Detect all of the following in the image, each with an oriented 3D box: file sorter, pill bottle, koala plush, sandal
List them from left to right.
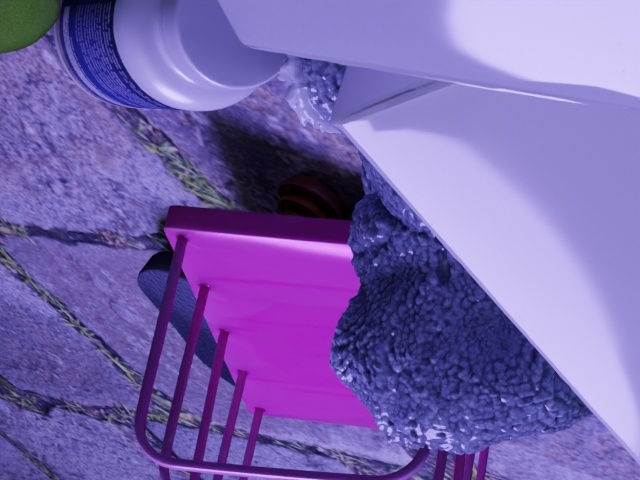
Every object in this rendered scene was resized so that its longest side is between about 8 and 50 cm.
[{"bbox_3d":[-0.077,-0.117,0.970,0.094,0.094,0.169,42,167,-23],"label":"pill bottle"},{"bbox_3d":[-0.083,0.057,1.431,0.097,0.054,0.254,33,167,15],"label":"sandal"},{"bbox_3d":[0.005,0.134,1.226,0.202,0.182,0.290,5,151,13],"label":"file sorter"},{"bbox_3d":[0.078,-0.028,0.906,0.196,0.203,0.221,9,130,24],"label":"koala plush"}]

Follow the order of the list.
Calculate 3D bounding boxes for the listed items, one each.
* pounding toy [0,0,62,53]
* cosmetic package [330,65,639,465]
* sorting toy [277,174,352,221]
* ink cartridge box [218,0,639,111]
[{"bbox_3d":[-0.253,-0.152,0.917,0.183,0.110,0.237,10,150,47],"label":"pounding toy"},{"bbox_3d":[0.183,-0.018,0.722,0.155,0.197,0.365,-20,127,35],"label":"cosmetic package"},{"bbox_3d":[0.000,0.000,1.212,0.061,0.042,0.102,1,142,50],"label":"sorting toy"},{"bbox_3d":[0.067,-0.185,0.523,0.168,0.232,0.171,13,150,33],"label":"ink cartridge box"}]
